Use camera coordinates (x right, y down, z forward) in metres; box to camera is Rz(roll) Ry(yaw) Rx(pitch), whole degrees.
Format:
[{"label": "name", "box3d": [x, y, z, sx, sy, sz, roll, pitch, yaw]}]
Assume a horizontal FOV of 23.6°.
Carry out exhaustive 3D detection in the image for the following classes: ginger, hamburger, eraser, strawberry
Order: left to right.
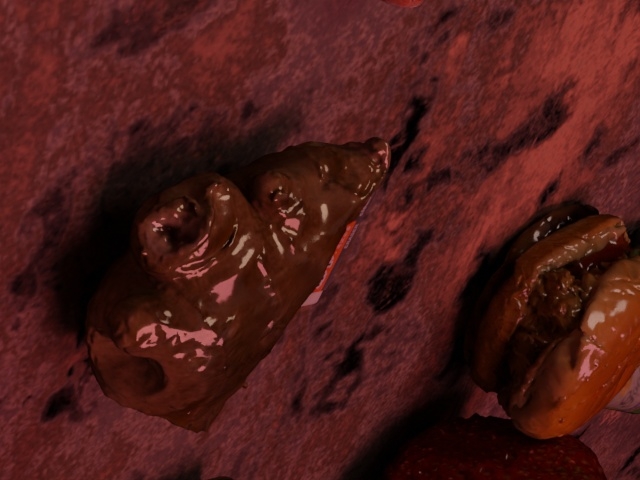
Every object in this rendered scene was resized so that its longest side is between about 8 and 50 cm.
[{"label": "ginger", "box3d": [-0.064, 0.011, 1.112, 0.270, 0.123, 0.219, -55, 156, -10]}, {"label": "eraser", "box3d": [0.000, 0.000, 1.278, 0.052, 0.029, 0.122, -6, 129, -52]}, {"label": "strawberry", "box3d": [0.180, 0.311, 1.658, 0.288, 0.250, 0.238, -18, 166, 39]}, {"label": "hamburger", "box3d": [0.269, 0.093, 1.632, 0.244, 0.163, 0.244, -35, 147, -27]}]

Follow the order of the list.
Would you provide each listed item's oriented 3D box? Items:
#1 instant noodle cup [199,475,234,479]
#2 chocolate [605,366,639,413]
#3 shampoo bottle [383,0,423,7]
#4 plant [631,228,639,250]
[{"label": "instant noodle cup", "box3d": [-0.144, 0.308, 1.339, 0.185, 0.168, 0.168, -9, 133, -41]}, {"label": "chocolate", "box3d": [0.342, 0.160, 1.893, 0.291, 0.110, 0.110, 12, 115, -56]}, {"label": "shampoo bottle", "box3d": [0.082, -0.264, 1.048, 0.108, 0.051, 0.221, -23, 143, -41]}, {"label": "plant", "box3d": [0.434, 0.019, 1.808, 0.274, 0.146, 0.149, -42, 132, -10]}]
